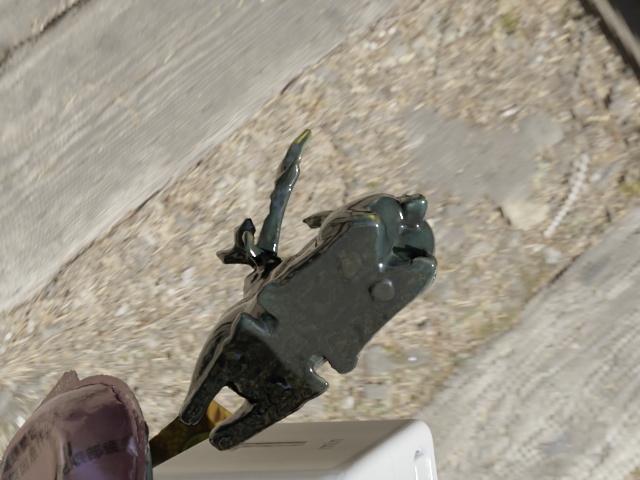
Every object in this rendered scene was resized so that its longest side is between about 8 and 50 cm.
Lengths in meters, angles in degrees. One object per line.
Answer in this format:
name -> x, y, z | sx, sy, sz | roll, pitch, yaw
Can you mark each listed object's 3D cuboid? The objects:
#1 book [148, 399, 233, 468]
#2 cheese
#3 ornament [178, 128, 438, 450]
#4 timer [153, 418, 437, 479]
book -> -0.149, 0.361, 1.442 | 0.300, 0.039, 0.428 | 35, 57, 23
cheese -> -0.164, 0.206, 1.059 | 0.074, 0.286, 0.189 | 20, 119, -35
ornament -> 0.000, 0.000, 0.969 | 0.080, 0.236, 0.202 | 39, 116, -12
timer -> -0.018, 0.261, 1.271 | 0.195, 0.194, 0.192 | -5, 96, 25
